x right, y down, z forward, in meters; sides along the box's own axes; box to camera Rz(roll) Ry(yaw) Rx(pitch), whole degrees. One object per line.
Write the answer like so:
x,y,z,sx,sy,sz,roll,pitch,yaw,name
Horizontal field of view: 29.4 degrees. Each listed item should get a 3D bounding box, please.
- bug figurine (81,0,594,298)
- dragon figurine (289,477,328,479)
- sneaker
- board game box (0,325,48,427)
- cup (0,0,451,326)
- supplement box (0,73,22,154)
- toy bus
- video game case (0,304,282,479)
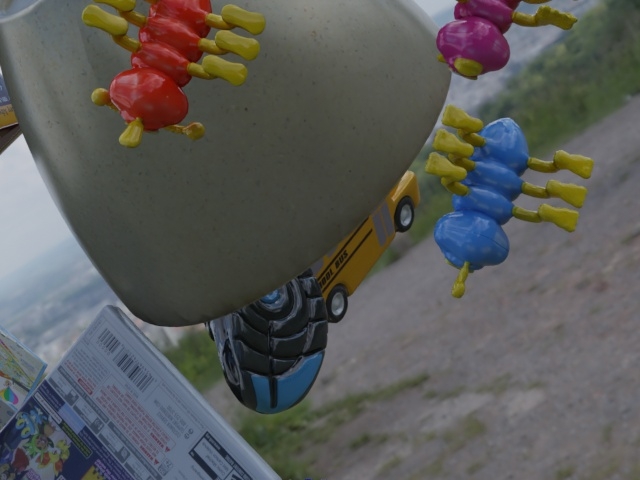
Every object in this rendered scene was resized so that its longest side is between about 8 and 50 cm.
0.022,-0.106,0.670,0.072,0.279,0.216,134,159,-76,bug figurine
-0.097,0.392,1.522,0.289,0.144,0.085,-14,24,-15,dragon figurine
-0.087,0.049,1.328,0.125,0.340,0.140,19,-45,-35,sneaker
-0.356,0.110,1.234,0.026,0.154,0.103,-42,14,19,board game box
-0.104,-0.135,0.911,0.331,0.237,0.331,-31,32,22,cup
-0.394,-0.128,1.072,0.129,0.194,0.191,-39,0,22,supplement box
0.000,0.000,1.529,0.108,0.130,0.332,9,45,34,toy bus
-0.155,0.182,0.938,0.183,0.201,0.023,-49,-21,7,video game case
